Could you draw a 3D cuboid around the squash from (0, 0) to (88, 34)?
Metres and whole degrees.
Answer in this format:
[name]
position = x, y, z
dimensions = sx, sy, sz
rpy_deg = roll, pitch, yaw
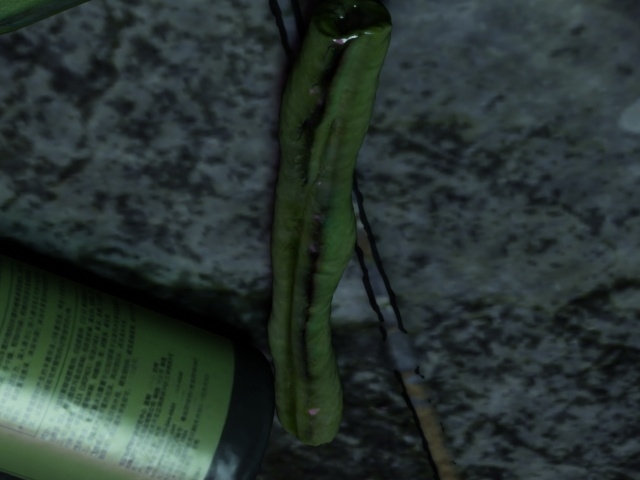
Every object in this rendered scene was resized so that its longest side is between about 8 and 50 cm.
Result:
[squash]
position = -0.056, -0.130, 0.700
dimensions = 0.229, 0.066, 0.066
rpy_deg = -19, 133, 22

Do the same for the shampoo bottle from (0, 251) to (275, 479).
[shampoo bottle]
position = -0.164, 0.051, 0.864
dimensions = 0.284, 0.101, 0.101
rpy_deg = 22, 133, -19

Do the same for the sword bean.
[sword bean]
position = 0.000, 0.000, 0.855
dimensions = 0.043, 0.038, 0.269
rpy_deg = 22, 139, 15
